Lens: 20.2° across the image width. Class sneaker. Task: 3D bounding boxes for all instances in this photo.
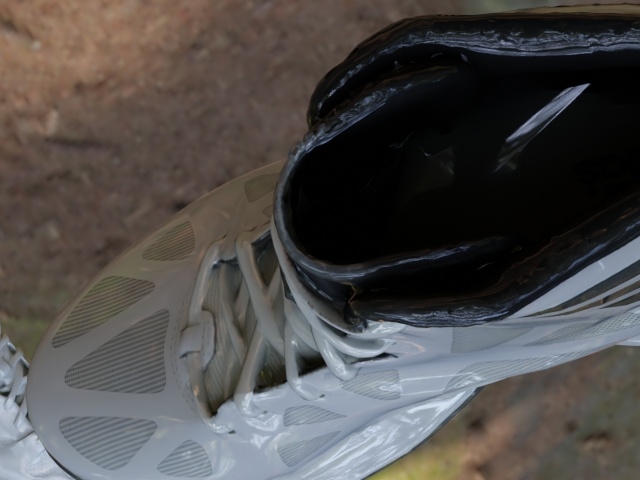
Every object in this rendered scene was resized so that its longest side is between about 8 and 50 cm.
[{"bbox_3d":[-0.272,0.117,1.485,0.108,0.292,0.169,-65,-177,-30],"label":"sneaker"},{"bbox_3d":[0.000,-0.001,0.746,0.447,0.169,0.257,-21,161,28],"label":"sneaker"}]
